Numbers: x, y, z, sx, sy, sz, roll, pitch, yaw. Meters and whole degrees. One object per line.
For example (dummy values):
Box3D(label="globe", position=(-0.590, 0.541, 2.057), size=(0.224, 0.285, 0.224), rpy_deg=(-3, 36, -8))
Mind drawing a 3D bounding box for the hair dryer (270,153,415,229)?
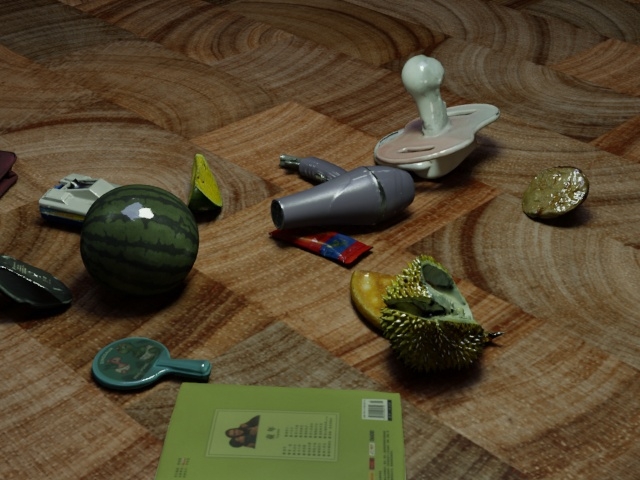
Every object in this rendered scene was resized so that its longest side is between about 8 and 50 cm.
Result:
Box3D(label="hair dryer", position=(-0.010, -0.116, 2.089), size=(0.301, 0.121, 0.361), rpy_deg=(-12, 23, -25))

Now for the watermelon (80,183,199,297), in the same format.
Box3D(label="watermelon", position=(-0.321, 0.000, 1.781), size=(0.212, 0.212, 0.212), rpy_deg=(1, 32, 0))

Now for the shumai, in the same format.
Box3D(label="shumai", position=(0.498, -0.089, 2.057), size=(0.105, 0.139, 0.123), rpy_deg=(24, 58, -20))

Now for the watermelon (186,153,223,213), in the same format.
Box3D(label="watermelon", position=(-0.234, -0.103, 2.061), size=(0.075, 0.092, 0.181), rpy_deg=(10, 22, -10))

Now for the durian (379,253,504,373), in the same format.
Box3D(label="durian", position=(0.186, 0.140, 1.648), size=(0.237, 0.138, 0.193), rpy_deg=(33, 25, -33))

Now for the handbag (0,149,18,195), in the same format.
Box3D(label="handbag", position=(-0.761, -0.121, 2.090), size=(0.203, 0.074, 0.216), rpy_deg=(5, 34, 8))

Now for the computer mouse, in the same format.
Box3D(label="computer mouse", position=(-0.530, 0.076, 1.753), size=(0.192, 0.062, 0.106), rpy_deg=(26, 7, -17))

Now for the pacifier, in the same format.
Box3D(label="pacifier", position=(0.254, -0.259, 2.205), size=(0.220, 0.273, 0.332), rpy_deg=(32, 42, 15))

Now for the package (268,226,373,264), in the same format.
Box3D(label="package", position=(0.000, 0.000, 1.960), size=(0.200, 0.022, 0.083), rpy_deg=(20, 37, 30))

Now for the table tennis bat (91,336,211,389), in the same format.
Box3D(label="table tennis bat", position=(-0.274, 0.203, 1.622), size=(0.201, 0.033, 0.124), rpy_deg=(3, 34, 13))

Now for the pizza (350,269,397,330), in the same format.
Box3D(label="pizza", position=(0.138, 0.097, 1.793), size=(0.176, 0.036, 0.185), rpy_deg=(-16, 35, -26))

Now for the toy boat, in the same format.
Box3D(label="toy boat", position=(-0.410, -0.070, 1.998), size=(0.295, 0.088, 0.129), rpy_deg=(11, 34, 17))

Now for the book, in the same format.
Box3D(label="book", position=(-0.052, 0.295, 1.476), size=(0.352, 0.035, 0.239), rpy_deg=(2, 30, 3))
